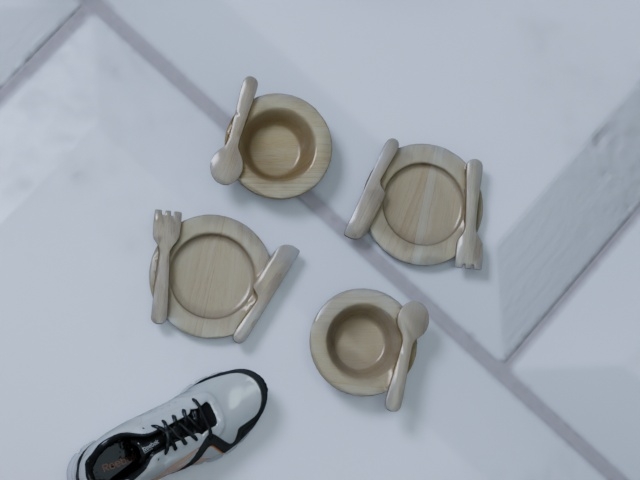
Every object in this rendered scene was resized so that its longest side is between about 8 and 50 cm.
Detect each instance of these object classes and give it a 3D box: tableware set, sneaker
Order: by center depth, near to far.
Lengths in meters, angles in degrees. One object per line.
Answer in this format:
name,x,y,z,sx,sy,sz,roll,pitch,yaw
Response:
sneaker,-0.072,0.097,0.821,0.109,0.044,0.040,-30,86,-13
tableware set,0.000,0.000,0.857,0.169,0.020,0.141,21,80,-6
